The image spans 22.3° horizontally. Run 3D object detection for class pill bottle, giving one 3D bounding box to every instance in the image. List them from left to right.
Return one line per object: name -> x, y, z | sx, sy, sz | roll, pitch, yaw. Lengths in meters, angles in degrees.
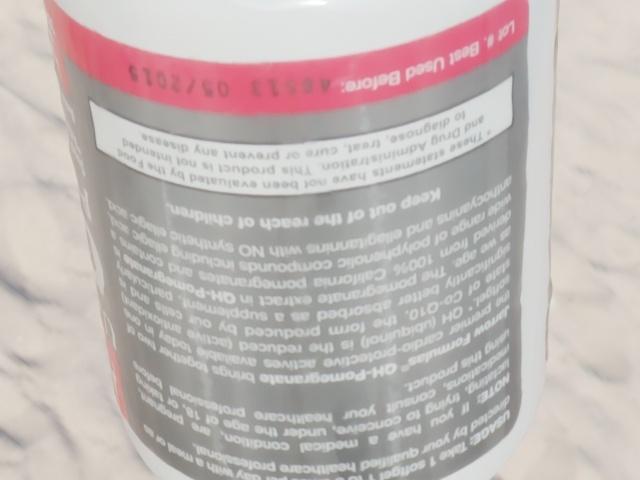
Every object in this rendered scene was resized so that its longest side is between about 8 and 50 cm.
pill bottle -> 0.000, 0.000, 0.622 | 0.176, 0.318, 0.176 | -3, 37, 2
